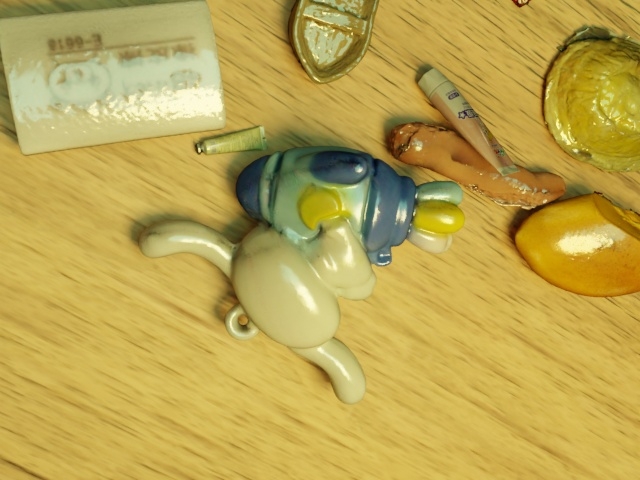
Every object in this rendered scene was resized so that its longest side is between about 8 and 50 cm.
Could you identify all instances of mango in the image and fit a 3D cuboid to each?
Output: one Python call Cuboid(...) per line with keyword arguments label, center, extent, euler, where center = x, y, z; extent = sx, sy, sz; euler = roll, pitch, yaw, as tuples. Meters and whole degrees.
Cuboid(label="mango", center=(0.422, 0.011, 1.338), extent=(0.252, 0.126, 0.154), euler=(9, 124, -12))

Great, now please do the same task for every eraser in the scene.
Cuboid(label="eraser", center=(-0.270, -0.215, 1.130), extent=(0.270, 0.095, 0.174), euler=(-10, 95, -16))

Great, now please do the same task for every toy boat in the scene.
Cuboid(label="toy boat", center=(0.014, -0.312, 1.221), extent=(0.116, 0.061, 0.188), euler=(15, 91, -19))

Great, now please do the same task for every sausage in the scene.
Cuboid(label="sausage", center=(0.238, -0.111, 1.301), extent=(0.304, 0.078, 0.078), euler=(19, 90, -20))

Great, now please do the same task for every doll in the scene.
Cuboid(label="doll", center=(-0.003, -0.003, 1.199), extent=(0.376, 0.187, 0.366), euler=(38, 95, -28))

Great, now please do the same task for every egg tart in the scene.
Cuboid(label="egg tart", center=(0.470, -0.218, 1.353), extent=(0.232, 0.098, 0.252), euler=(-44, 102, -12))

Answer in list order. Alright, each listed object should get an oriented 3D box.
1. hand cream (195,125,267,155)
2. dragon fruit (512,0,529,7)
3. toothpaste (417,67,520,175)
Cuboid(label="hand cream", center=(-0.126, -0.137, 1.218), extent=(0.102, 0.022, 0.035), euler=(-13, 99, -21))
Cuboid(label="dragon fruit", center=(0.316, -0.428, 1.297), extent=(0.097, 0.063, 0.131), euler=(-41, 105, -9))
Cuboid(label="toothpaste", center=(0.217, -0.170, 1.259), extent=(0.194, 0.067, 0.043), euler=(52, 122, 15))
